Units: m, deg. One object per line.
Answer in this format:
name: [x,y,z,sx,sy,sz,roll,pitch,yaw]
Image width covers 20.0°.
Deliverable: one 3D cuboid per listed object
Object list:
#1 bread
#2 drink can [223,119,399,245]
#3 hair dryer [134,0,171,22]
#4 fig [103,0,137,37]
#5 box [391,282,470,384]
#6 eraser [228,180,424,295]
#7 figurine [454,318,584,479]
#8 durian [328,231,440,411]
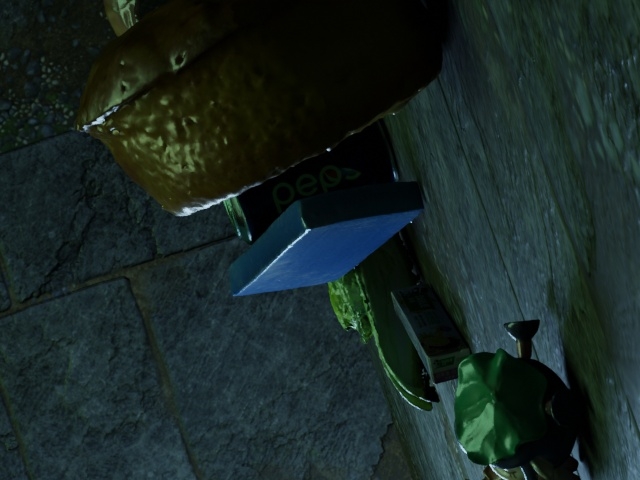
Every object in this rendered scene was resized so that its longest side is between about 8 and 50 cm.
bread: [-0.046,-0.140,1.466,0.172,0.312,0.312,59,178,-4]
drink can: [-0.017,-0.078,2.121,0.118,0.204,0.118,159,90,-87]
hair dryer: [-0.168,-0.320,1.858,0.340,0.123,0.312,55,-164,12]
fig: [-0.076,-0.319,2.084,0.368,0.286,0.286,-5,106,55]
box: [0.127,0.103,2.080,0.207,0.049,0.041,-116,12,-69]
eraser: [0.000,0.000,2.061,0.312,0.144,0.043,137,122,-67]
figurine: [0.157,0.154,1.437,0.111,0.102,0.195,59,173,36]
durian: [0.068,0.043,2.264,0.106,0.132,0.375,-45,56,54]
